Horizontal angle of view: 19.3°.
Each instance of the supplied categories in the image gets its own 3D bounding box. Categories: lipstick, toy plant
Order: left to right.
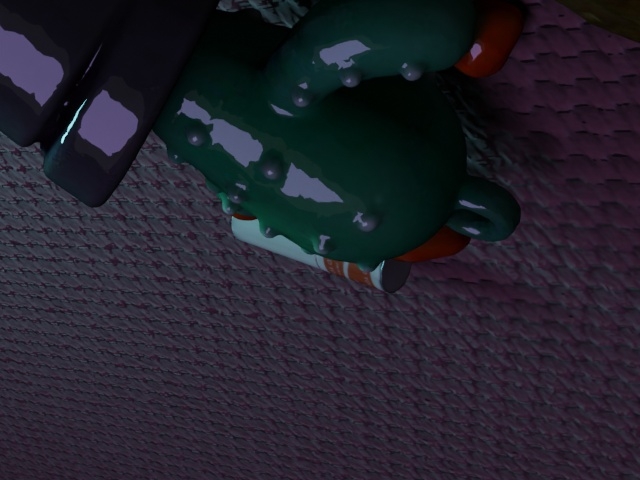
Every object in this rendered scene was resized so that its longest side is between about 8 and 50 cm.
[{"bbox_3d":[-0.063,-0.098,1.054,0.400,0.185,0.279,32,127,-10],"label":"toy plant"},{"bbox_3d":[0.000,0.000,1.304,0.131,0.038,0.038,19,151,32],"label":"lipstick"}]

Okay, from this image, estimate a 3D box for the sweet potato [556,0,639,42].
[{"bbox_3d":[0.092,-0.179,0.697,0.370,0.157,0.158,33,158,-24],"label":"sweet potato"}]
